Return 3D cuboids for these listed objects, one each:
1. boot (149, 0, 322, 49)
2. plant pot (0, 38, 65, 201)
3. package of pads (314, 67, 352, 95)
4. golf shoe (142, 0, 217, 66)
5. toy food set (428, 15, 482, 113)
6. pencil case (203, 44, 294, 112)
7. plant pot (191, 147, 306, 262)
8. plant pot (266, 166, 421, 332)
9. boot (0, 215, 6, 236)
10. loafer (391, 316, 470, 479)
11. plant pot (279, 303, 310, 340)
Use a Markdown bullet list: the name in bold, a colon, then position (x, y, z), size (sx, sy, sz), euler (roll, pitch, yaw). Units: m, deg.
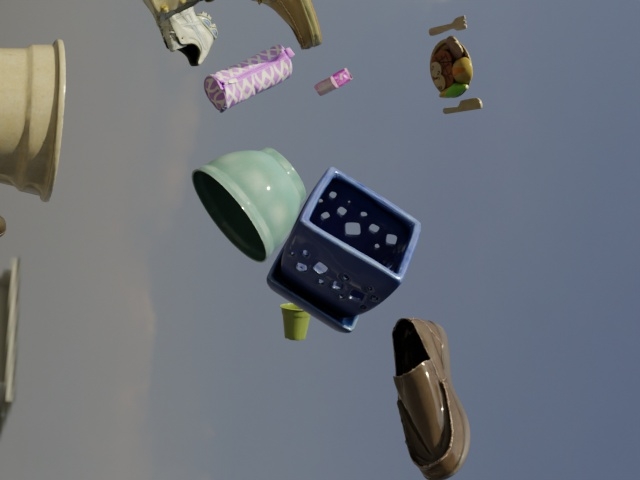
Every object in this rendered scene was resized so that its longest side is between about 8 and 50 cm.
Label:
- **boot**: position (-0.134, -0.348, 1.312), size (0.262, 0.203, 0.095), euler (59, -2, -13)
- **plant pot**: position (-0.686, -0.256, 1.860), size (0.334, 0.305, 0.334), euler (-175, -90, -68)
- **package of pads**: position (0.027, -0.339, 2.007), size (0.032, 0.050, 0.083), euler (60, -25, -9)
- **golf shoe**: position (-0.233, -0.350, 1.501), size (0.069, 0.176, 0.086), euler (-5, -117, 36)
- **toy food set**: position (0.268, -0.359, 1.947), size (0.132, 0.038, 0.192), euler (-4, -80, 56)
- **pencil case**: position (-0.156, -0.355, 2.026), size (0.086, 0.206, 0.088), euler (52, -30, 10)
- **plant pot**: position (-0.163, -0.116, 2.406), size (0.293, 0.196, 0.293), euler (43, -21, 21)
- **plant pot**: position (0.038, 0.031, 1.881), size (0.212, 0.236, 0.236), euler (-55, -175, 34)
- **boot**: position (-0.618, -0.069, 1.588), size (0.106, 0.219, 0.082), euler (-41, -132, 29)
- **loafer**: position (0.198, 0.310, 1.893), size (0.134, 0.130, 0.366), euler (-33, -136, 26)
- **plant pot**: position (-0.059, 0.197, 2.246), size (0.083, 0.083, 0.079), euler (-163, -104, -67)
